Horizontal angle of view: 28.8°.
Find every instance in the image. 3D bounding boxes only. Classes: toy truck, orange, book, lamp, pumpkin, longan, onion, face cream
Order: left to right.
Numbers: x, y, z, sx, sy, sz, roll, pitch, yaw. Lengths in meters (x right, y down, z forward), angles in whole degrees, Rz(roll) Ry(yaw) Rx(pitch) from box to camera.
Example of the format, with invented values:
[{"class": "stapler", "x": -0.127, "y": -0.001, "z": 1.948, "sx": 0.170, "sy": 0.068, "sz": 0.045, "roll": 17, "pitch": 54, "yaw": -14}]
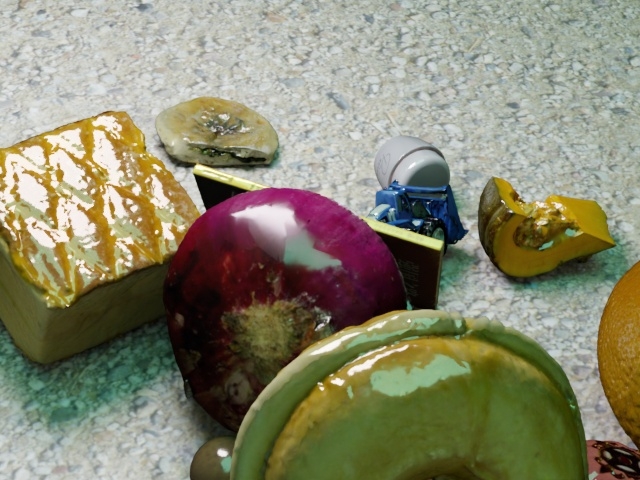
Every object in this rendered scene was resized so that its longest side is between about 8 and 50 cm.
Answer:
[{"class": "longan", "x": -0.112, "y": 0.302, "z": 1.589, "sx": 0.113, "sy": 0.092, "sz": 0.113, "roll": 24, "pitch": 31, "yaw": -16}, {"class": "onion", "x": -0.036, "y": 0.094, "z": 1.709, "sx": 0.348, "sy": 0.347, "sz": 0.385, "roll": 17, "pitch": 10, "yaw": 9}, {"class": "book", "x": 0.000, "y": 0.000, "z": 1.848, "sx": 0.374, "sy": 0.262, "sz": 0.028, "roll": 18, "pitch": 69, "yaw": 10}, {"class": "toy truck", "x": 0.135, "y": -0.028, "z": 1.969, "sx": 0.113, "sy": 0.126, "sz": 0.208, "roll": 7, "pitch": 17, "yaw": 36}, {"class": "face cream", "x": 0.154, "y": -0.116, "z": 2.110, "sx": 0.117, "sy": 0.117, "sz": 0.104, "roll": -15, "pitch": 37, "yaw": -26}, {"class": "pumpkin", "x": 0.354, "y": -0.011, "z": 2.034, "sx": 0.248, "sy": 0.126, "sz": 0.131, "roll": 13, "pitch": 28, "yaw": -25}, {"class": "lamp", "x": 0.374, "y": 0.340, "z": 1.609, "sx": 0.182, "sy": 0.140, "sz": 0.182, "roll": 15, "pitch": 23, "yaw": -7}, {"class": "orange", "x": 0.541, "y": 0.158, "z": 1.715, "sx": 0.322, "sy": 0.322, "sz": 0.357, "roll": 18, "pitch": 46, "yaw": 11}]

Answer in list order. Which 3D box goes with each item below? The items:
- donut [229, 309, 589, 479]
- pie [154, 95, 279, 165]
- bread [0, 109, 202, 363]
[{"class": "donut", "x": 0.103, "y": 0.285, "z": 1.403, "sx": 0.449, "sy": 0.448, "sz": 0.198, "roll": -3, "pitch": 18, "yaw": -14}, {"class": "pie", "x": -0.183, "y": -0.194, "z": 2.190, "sx": 0.218, "sy": 0.052, "sz": 0.185, "roll": 1, "pitch": 35, "yaw": -13}, {"class": "bread", "x": -0.344, "y": -0.003, "z": 1.779, "sx": 0.279, "sy": 0.207, "sz": 0.279, "roll": -28, "pitch": 70, "yaw": -34}]
